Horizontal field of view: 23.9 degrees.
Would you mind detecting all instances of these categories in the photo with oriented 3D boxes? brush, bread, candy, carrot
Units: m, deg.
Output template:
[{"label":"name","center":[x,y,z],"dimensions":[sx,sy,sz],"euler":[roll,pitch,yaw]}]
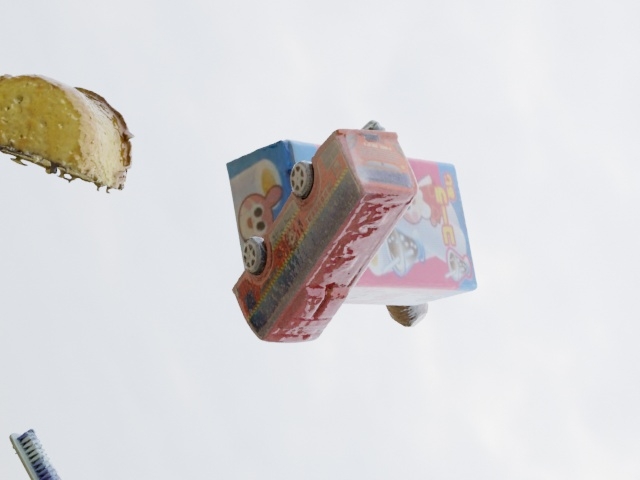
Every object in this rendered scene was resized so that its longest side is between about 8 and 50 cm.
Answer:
[{"label":"brush","center":[-0.296,0.291,1.692],"dimensions":[0.178,0.030,0.033],"euler":[61,-2,9]},{"label":"bread","center":[-0.397,-0.170,2.222],"dimensions":[0.261,0.147,0.160],"euler":[20,-5,28]},{"label":"candy","center":[0.040,-0.013,1.655],"dimensions":[0.100,0.306,0.157],"euler":[-17,-103,37]},{"label":"carrot","center":[0.104,0.043,2.288],"dimensions":[0.066,0.066,0.314],"euler":[52,-5,33]}]

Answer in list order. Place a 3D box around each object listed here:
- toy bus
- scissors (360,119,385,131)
[{"label":"toy bus","center":[0.000,0.000,1.097],"dimensions":[0.192,0.065,0.077],"euler":[-58,-137,40]},{"label":"scissors","center":[0.000,-0.067,2.013],"dimensions":[0.041,0.289,0.138],"euler":[29,-33,18]}]
